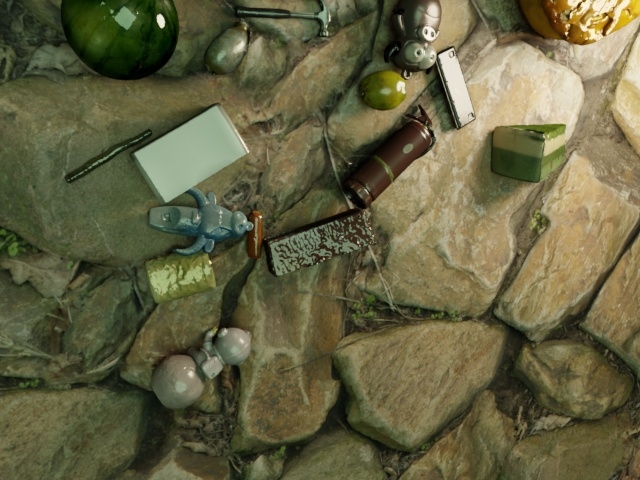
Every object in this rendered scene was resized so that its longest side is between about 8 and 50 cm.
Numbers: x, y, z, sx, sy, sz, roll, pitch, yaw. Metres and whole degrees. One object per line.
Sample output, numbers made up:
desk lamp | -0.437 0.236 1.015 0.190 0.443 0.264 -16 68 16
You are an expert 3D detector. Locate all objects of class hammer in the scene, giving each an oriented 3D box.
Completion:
hammer | -0.094 -0.581 1.353 0.246 0.029 0.103 -2 104 -18

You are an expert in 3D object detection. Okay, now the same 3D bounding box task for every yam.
yam | -0.516 -0.209 1.298 0.234 0.029 0.027 -34 139 -10

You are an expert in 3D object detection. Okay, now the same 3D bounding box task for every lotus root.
lotus root | -0.223 -0.472 1.308 0.088 0.088 0.165 43 77 -23

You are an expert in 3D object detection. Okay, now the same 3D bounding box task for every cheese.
cheese | -0.362 0.090 1.387 0.167 0.094 0.123 -13 109 -16

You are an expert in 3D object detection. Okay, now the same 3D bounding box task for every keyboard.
keyboard | 0.396 -0.444 1.556 0.093 0.025 0.230 -32 112 -22

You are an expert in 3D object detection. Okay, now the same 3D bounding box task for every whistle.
whistle | -0.307 -0.048 1.375 0.268 0.093 0.180 4 77 -20

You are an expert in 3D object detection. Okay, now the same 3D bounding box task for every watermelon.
watermelon | -0.429 -0.471 1.149 0.242 0.242 0.243 -5 105 -18

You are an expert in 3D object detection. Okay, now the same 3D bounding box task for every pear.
pear | 0.171 -0.407 1.451 0.131 0.107 0.107 -8 106 -3

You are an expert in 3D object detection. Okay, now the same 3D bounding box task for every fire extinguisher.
fire extinguisher | 0.199 -0.244 1.502 0.141 0.105 0.341 44 78 5

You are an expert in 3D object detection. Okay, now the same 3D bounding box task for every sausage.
sausage | -0.179 -0.015 1.455 0.039 0.041 0.131 3 103 2

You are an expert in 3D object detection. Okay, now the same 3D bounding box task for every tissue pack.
tissue pack | -0.321 -0.215 1.294 0.246 0.159 0.136 -33 110 -8

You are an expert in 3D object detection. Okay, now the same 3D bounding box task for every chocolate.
chocolate | 0.000 0.000 1.495 0.321 0.112 0.112 -18 99 -13

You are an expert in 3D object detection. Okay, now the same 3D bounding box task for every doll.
doll | -0.311 0.334 1.444 0.287 0.151 0.151 -32 112 -13
doll | 0.259 -0.565 1.433 0.181 0.117 0.258 4 98 -34

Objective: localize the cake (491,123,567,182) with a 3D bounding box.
cake | 0.659 -0.294 1.680 0.283 0.172 0.158 -25 122 -47

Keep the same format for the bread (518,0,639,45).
bread | 0.742 -0.755 1.507 0.397 0.215 0.399 -5 106 -17
